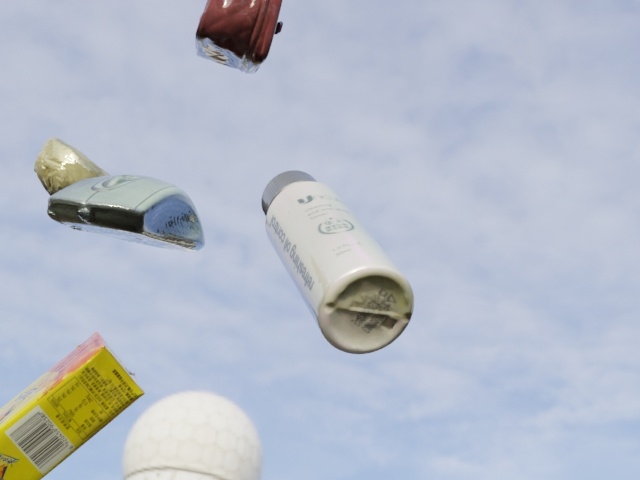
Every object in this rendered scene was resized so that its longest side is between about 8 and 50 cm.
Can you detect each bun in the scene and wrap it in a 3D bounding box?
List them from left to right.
[{"bbox_3d":[-0.507,-0.116,1.987,0.237,0.116,0.210,32,-10,28],"label":"bun"}]

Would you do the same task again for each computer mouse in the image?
[{"bbox_3d":[-0.318,-0.055,1.638,0.188,0.122,0.371,6,-3,16],"label":"computer mouse"}]

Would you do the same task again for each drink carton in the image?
[{"bbox_3d":[-0.458,0.306,1.523,0.111,0.351,0.154,53,-11,-14],"label":"drink carton"}]

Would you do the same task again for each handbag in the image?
[{"bbox_3d":[-0.137,-0.372,1.633,0.135,0.146,0.225,17,-2,-8],"label":"handbag"}]

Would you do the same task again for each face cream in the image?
[{"bbox_3d":[0.000,0.000,0.958,0.092,0.311,0.092,-6,-64,-13],"label":"face cream"}]
